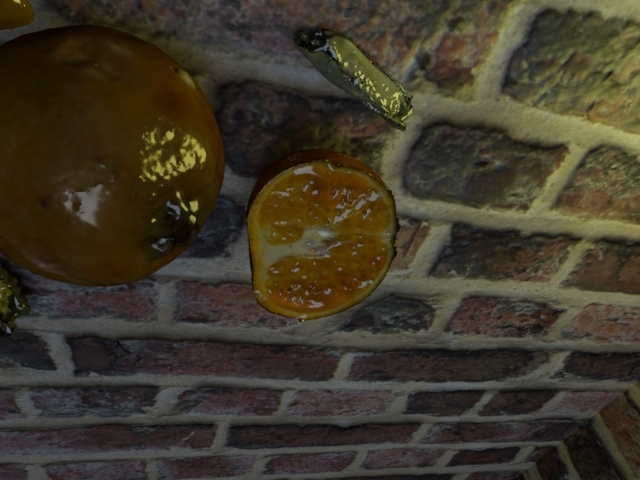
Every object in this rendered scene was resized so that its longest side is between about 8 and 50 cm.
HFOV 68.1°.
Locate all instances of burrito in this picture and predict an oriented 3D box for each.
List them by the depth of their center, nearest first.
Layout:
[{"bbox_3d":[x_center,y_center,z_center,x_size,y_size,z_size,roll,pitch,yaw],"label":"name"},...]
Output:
[{"bbox_3d":[0.058,-0.248,0.721,0.230,0.058,0.063,29,127,-29],"label":"burrito"}]

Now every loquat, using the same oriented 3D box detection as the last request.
[{"bbox_3d":[-0.278,-0.102,0.608,0.329,0.328,0.328,-6,134,-6],"label":"loquat"}]

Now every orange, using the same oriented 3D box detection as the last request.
[{"bbox_3d":[-0.004,0.000,0.814,0.275,0.274,0.309,-12,100,0],"label":"orange"}]

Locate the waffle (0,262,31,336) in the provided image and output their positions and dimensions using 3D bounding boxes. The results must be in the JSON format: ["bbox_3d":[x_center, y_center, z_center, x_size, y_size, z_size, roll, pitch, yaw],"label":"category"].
[{"bbox_3d":[-0.725,0.097,0.889,0.330,0.062,0.329,-7,134,-7],"label":"waffle"}]

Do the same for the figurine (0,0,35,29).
[{"bbox_3d":[-0.368,-0.295,0.455,0.215,0.228,0.215,-19,153,-10],"label":"figurine"}]
